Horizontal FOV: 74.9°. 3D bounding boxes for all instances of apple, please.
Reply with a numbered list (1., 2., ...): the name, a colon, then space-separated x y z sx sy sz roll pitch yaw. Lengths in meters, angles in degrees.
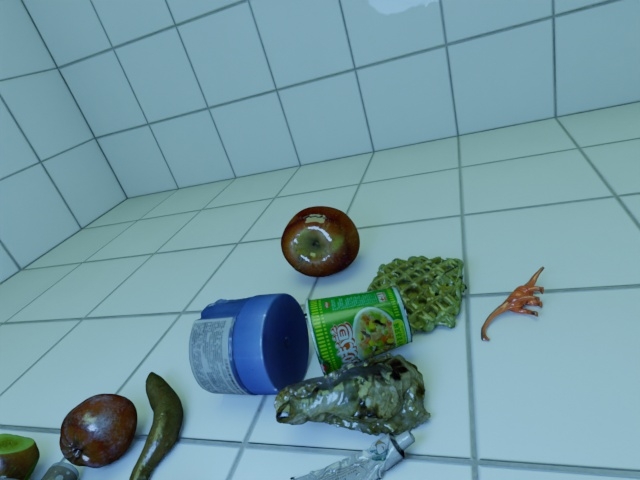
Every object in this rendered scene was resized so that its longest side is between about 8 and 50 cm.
1. apple: -0.768 0.539 1.002 0.147 0.163 0.147 25 14 -8
2. apple: 0.000 0.000 1.479 0.272 0.251 0.206 -24 6 18

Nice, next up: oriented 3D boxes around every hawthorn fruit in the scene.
1. hawthorn fruit: -0.532 0.457 1.018 0.173 0.172 0.172 -14 27 7

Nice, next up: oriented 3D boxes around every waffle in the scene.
1. waffle: 0.268 0.146 1.219 0.298 0.073 0.317 -5 33 28

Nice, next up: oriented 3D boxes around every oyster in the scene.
1. oyster: 0.066 0.336 0.924 0.338 0.132 0.197 -12 19 1

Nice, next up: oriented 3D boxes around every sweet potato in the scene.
1. sweet potato: -0.397 0.456 1.037 0.109 0.079 0.346 -23 33 3

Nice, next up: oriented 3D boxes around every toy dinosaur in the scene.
1. toy dinosaur: 0.509 0.164 1.071 0.280 0.055 0.102 -37 23 -31

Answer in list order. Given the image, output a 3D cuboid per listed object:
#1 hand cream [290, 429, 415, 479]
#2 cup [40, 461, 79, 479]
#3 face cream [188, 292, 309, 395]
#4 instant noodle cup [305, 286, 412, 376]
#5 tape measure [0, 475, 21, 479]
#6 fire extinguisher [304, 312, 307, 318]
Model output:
1. hand cream: 0.068 0.440 0.812 0.257 0.050 0.084 -27 25 -5
2. cup: -0.593 0.563 0.945 0.102 0.074 0.099 -12 27 11
3. face cream: -0.179 0.265 1.072 0.225 0.248 0.249 -7 28 22
4. instant noodle cup: 0.100 0.219 1.051 0.233 0.206 0.207 -14 27 1
5. tape measure: -0.589 0.577 0.819 0.237 0.120 0.197 5 62 1
6. fire extinguisher: -0.111 0.253 1.281 0.178 0.050 0.062 -20 -12 -7
